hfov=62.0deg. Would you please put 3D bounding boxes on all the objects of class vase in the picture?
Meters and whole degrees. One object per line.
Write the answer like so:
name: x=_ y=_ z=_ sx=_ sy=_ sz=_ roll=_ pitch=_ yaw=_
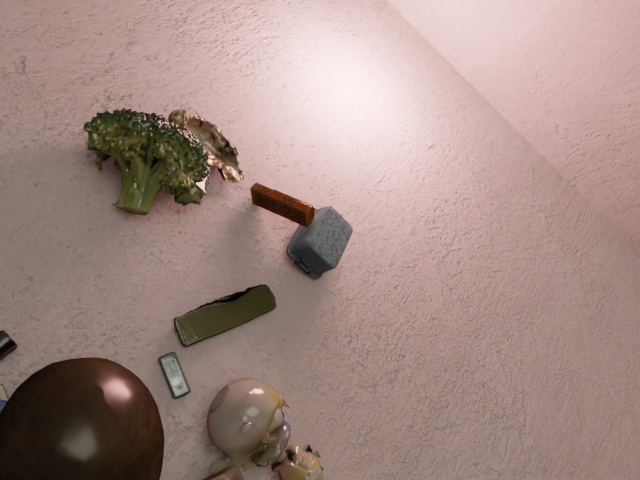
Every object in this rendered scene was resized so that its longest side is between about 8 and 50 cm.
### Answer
vase: x=-0.821 y=0.298 z=1.241 sx=0.060 sy=0.060 sz=0.211 roll=47 pitch=54 yaw=-1

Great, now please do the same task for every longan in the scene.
longan: x=-0.511 y=0.448 z=1.150 sx=0.336 sy=0.404 sz=0.404 roll=-19 pitch=77 yaw=-27

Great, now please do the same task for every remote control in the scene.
remote control: x=-0.400 y=0.369 z=1.460 sx=0.053 sy=0.018 sz=0.124 roll=-20 pitch=78 yaw=-35

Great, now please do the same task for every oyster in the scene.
oyster: x=-0.370 y=-0.297 z=1.735 sx=0.294 sy=0.094 sz=0.166 roll=55 pitch=28 yaw=-8

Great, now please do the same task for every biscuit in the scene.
biscuit: x=-0.277 y=0.216 z=1.586 sx=0.322 sy=0.038 sz=0.099 roll=-20 pitch=81 yaw=-34

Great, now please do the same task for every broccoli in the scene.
broccoli: x=-0.489 y=-0.241 z=1.556 sx=0.338 sy=0.277 sz=0.317 roll=-12 pitch=93 yaw=-23

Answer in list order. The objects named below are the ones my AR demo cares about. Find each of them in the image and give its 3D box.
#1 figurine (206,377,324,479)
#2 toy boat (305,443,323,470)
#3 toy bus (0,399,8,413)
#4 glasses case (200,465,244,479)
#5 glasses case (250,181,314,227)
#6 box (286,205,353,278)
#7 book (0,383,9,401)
figurine: x=-0.151 y=0.564 z=1.435 sx=0.274 sy=0.226 sz=0.394 roll=-46 pitch=106 yaw=-5
toy boat: x=-0.015 y=0.626 z=1.534 sx=0.038 sy=0.038 sz=0.083 roll=-27 pitch=82 yaw=-35
toy bus: x=-0.747 y=0.467 z=1.169 sx=0.094 sy=0.079 sz=0.236 roll=19 pitch=61 yaw=-19
glasses case: x=-0.207 y=0.744 z=1.310 sx=0.144 sy=0.076 sz=0.336 roll=-27 pitch=80 yaw=10
glasses case: x=-0.125 y=-0.120 z=1.742 sx=0.218 sy=0.075 sz=0.049 roll=24 pitch=54 yaw=19
box: x=0.000 y=0.000 z=1.779 sx=0.162 sy=0.130 sz=0.227 roll=43 pitch=54 yaw=-23
book: x=-0.817 y=0.452 z=1.197 sx=0.242 sy=0.018 sz=0.170 roll=-21 pitch=80 yaw=-34
